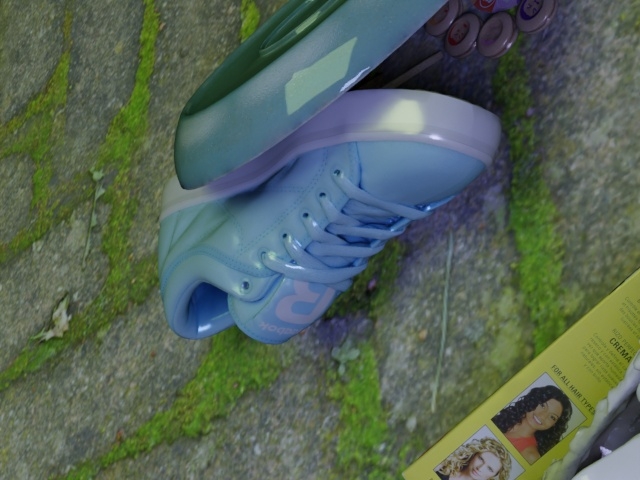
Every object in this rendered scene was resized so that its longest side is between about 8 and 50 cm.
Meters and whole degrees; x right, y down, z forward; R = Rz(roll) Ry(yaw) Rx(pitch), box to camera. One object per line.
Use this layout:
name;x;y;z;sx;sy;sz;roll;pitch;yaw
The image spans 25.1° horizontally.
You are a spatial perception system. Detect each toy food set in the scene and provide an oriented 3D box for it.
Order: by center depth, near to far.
toy food set;-0.006;-0.111;1.139;0.192;0.038;0.132;-22;10;45

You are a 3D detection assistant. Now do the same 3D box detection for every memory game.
memory game;0.144;-0.221;1.092;0.186;0.012;0.186;-30;48;39

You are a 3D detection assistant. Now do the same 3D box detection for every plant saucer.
plant saucer;0.004;-0.158;1.058;0.317;0.043;0.317;-39;14;11

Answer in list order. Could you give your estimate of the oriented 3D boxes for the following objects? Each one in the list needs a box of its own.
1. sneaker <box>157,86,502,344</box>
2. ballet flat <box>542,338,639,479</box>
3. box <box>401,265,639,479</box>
sneaker;0.000;0.000;1.059;0.366;0.135;0.150;-22;62;54
ballet flat;0.178;0.086;0.615;0.409;0.147;0.147;111;160;-52
box;0.154;0.076;0.818;0.058;0.087;0.232;49;117;10
